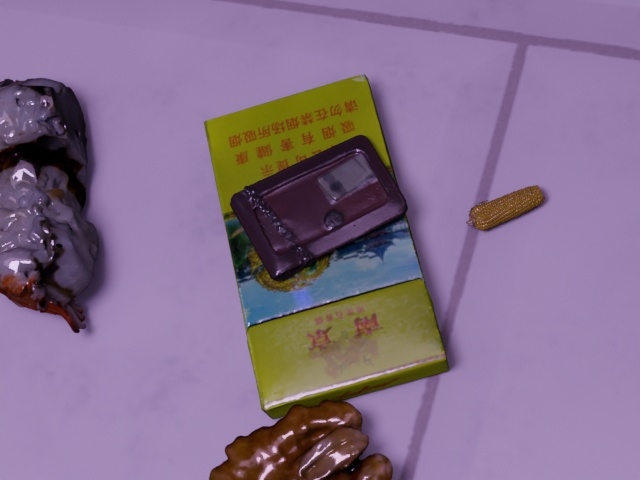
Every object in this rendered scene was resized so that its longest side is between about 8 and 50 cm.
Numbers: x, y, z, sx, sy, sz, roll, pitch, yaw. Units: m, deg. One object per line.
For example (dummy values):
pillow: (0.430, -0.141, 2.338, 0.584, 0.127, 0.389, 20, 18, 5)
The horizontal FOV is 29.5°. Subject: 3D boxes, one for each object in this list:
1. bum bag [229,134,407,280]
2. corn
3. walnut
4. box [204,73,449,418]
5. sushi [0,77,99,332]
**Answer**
bum bag: (-0.001, -0.034, 1.223, 0.159, 0.026, 0.109, -26, 64, -6)
corn: (0.185, -0.033, 1.226, 0.083, 0.027, 0.028, -23, 61, 0)
walnut: (-0.018, 0.231, 1.132, 0.170, 0.069, 0.143, -29, 62, -3)
box: (0.000, 0.000, 1.243, 0.187, 0.047, 0.335, -16, 65, 5)
sushi: (-0.307, -0.054, 1.291, 0.130, 0.124, 0.332, -14, 62, 15)
